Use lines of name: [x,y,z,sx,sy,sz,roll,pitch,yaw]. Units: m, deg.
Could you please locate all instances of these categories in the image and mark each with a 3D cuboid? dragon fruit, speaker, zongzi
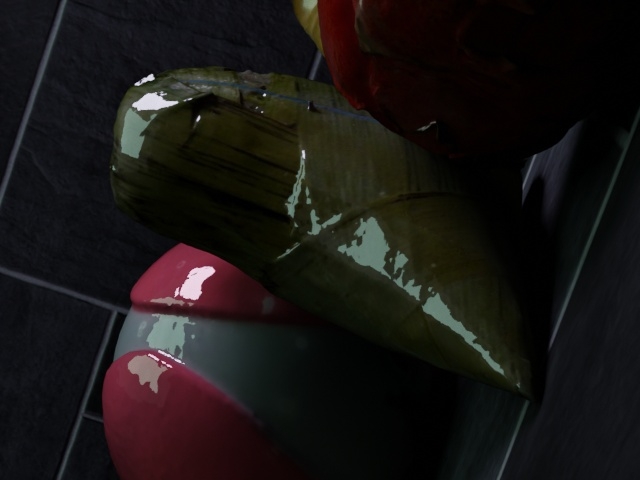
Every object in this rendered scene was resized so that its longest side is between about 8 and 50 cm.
dragon fruit: [0.111,-0.169,1.245,0.252,0.241,0.241,-5,-65,-81]
speaker: [-0.041,0.133,1.543,0.294,0.294,0.294,-161,90,-86]
zongzi: [0.000,0.000,1.304,0.360,0.323,0.160,-91,14,-67]

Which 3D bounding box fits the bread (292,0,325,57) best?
bread: [0.116,-0.277,1.603,0.341,0.210,0.300,-56,15,29]
